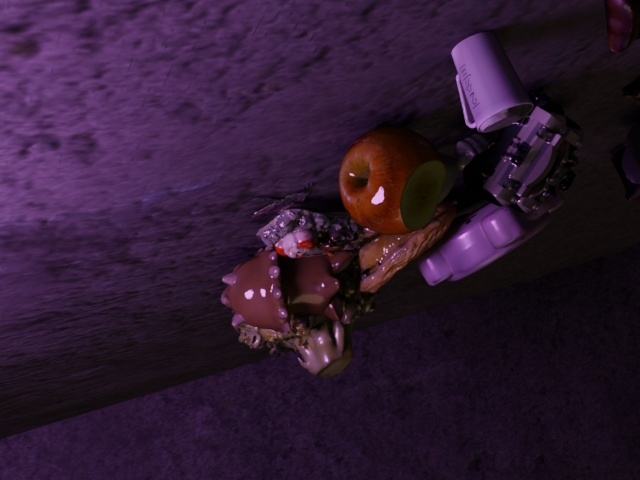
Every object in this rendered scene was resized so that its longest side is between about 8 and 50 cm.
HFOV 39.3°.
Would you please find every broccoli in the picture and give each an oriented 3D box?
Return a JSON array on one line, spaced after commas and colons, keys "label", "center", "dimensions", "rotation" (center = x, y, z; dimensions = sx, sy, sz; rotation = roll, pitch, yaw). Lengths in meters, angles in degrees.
[{"label": "broccoli", "center": [-0.020, 0.148, 2.018], "dimensions": [0.334, 0.272, 0.324], "rotation": [14, 105, -57]}]

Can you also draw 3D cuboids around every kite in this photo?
[{"label": "kite", "center": [-0.068, -0.065, 1.505], "dimensions": [0.139, 0.011, 0.157], "rotation": [-29, 166, 25]}]

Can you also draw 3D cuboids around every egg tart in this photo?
[{"label": "egg tart", "center": [0.170, -0.002, 1.846], "dimensions": [0.279, 0.095, 0.279], "rotation": [-43, 178, -2]}]

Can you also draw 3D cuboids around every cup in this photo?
[{"label": "cup", "center": [0.210, -0.194, 1.149], "dimensions": [0.074, 0.116, 0.104], "rotation": [-15, 165, -25]}]

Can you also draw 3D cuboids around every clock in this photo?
[{"label": "clock", "center": [0.358, -0.021, 1.921], "dimensions": [0.296, 0.113, 0.322], "rotation": [-33, 178, 32]}]

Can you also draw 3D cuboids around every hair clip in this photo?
[{"label": "hair clip", "center": [0.036, -0.021, 1.639], "dimensions": [0.321, 0.091, 0.138], "rotation": [-12, 166, -36]}]

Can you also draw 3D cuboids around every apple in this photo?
[{"label": "apple", "center": [0.113, -0.090, 1.324], "dimensions": [0.147, 0.163, 0.146], "rotation": [9, 114, -33]}]

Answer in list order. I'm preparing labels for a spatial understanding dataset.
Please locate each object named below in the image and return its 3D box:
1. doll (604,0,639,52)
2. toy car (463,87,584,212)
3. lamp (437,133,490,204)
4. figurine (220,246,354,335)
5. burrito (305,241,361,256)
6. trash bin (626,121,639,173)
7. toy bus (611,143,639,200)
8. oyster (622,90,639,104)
[{"label": "doll", "center": [0.478, -0.300, 0.917], "dimensions": [0.318, 0.209, 0.340], "rotation": [-12, 163, -43]}, {"label": "toy car", "center": [0.359, -0.137, 1.493], "dimensions": [0.193, 0.118, 0.301], "rotation": [-58, 154, 11]}, {"label": "lamp", "center": [0.200, -0.115, 1.516], "dimensions": [0.193, 0.106, 0.106], "rotation": [-26, 169, -15]}, {"label": "figurine", "center": [-0.070, 0.097, 1.755], "dimensions": [0.247, 0.177, 0.173], "rotation": [9, -173, 2]}, {"label": "burrito", "center": [0.000, -0.002, 1.745], "dimensions": [0.058, 0.063, 0.230], "rotation": [-7, 179, 38]}, {"label": "trash bin", "center": [0.798, -0.109, 1.840], "dimensions": [0.343, 0.222, 0.158], "rotation": [28, 129, -28]}, {"label": "toy bus", "center": [0.817, -0.203, 2.026], "dimensions": [0.303, 0.127, 0.147], "rotation": [-27, 171, 22]}, {"label": "oyster", "center": [0.645, -0.271, 1.591], "dimensions": [0.191, 0.081, 0.163], "rotation": [-28, 161, 18]}]
